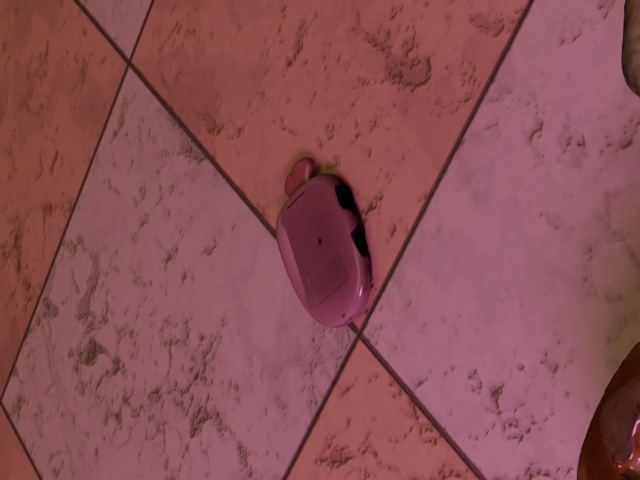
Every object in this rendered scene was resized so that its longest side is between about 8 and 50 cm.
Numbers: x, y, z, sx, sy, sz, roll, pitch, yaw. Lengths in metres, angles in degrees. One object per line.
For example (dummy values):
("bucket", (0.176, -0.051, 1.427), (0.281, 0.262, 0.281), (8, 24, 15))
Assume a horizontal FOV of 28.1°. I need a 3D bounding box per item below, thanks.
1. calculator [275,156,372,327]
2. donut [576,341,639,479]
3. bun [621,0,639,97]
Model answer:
("calculator", (0.000, 0.000, 1.156), (0.103, 0.024, 0.166), (-44, 56, 39))
("donut", (0.303, 0.133, 0.674), (0.360, 0.170, 0.360), (-2, 88, 50))
("bun", (0.281, -0.147, 0.752), (0.204, 0.126, 0.213), (9, 87, 51))
